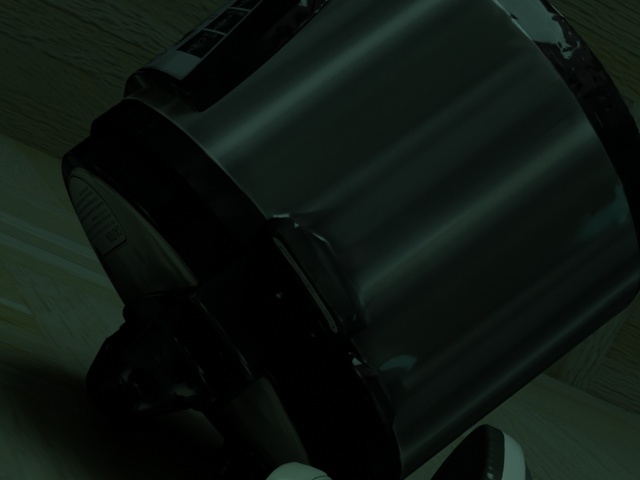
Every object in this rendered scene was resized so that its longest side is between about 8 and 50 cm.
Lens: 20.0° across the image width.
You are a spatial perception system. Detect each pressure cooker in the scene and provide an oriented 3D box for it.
[{"bbox_3d":[0.004,0.005,1.383,0.375,0.420,0.370,43,-18,38],"label":"pressure cooker"}]

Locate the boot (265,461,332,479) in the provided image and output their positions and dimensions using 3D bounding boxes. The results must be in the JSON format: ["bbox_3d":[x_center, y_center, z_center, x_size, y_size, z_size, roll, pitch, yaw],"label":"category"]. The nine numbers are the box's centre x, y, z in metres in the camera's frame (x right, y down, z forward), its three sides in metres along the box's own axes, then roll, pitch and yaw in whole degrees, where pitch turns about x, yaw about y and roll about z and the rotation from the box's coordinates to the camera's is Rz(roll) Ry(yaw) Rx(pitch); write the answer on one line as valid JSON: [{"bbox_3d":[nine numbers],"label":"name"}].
[{"bbox_3d":[0.019,0.220,1.064,0.176,0.088,0.244,27,13,6],"label":"boot"}]

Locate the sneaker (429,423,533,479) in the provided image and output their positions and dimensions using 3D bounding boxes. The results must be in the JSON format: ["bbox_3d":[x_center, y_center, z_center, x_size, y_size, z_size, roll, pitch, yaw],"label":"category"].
[{"bbox_3d":[0.125,0.232,0.909,0.178,0.124,0.295,30,36,-13],"label":"sneaker"}]
